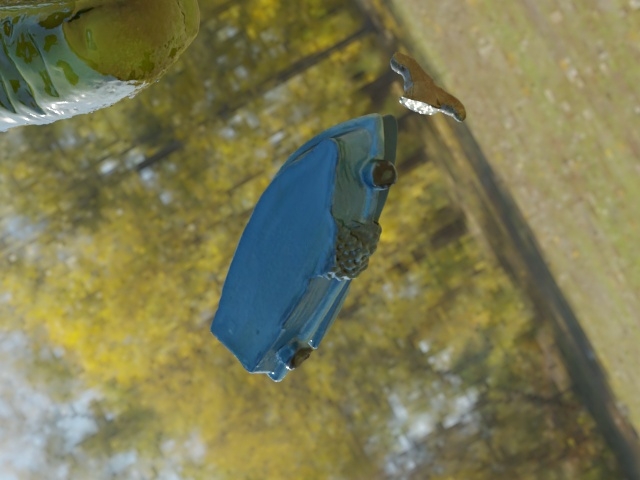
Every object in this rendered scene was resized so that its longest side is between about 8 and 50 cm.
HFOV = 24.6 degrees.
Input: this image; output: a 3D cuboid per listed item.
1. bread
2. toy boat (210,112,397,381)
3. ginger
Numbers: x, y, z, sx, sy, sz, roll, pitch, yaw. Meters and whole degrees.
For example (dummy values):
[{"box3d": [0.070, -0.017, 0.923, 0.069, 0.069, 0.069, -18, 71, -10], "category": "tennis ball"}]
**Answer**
[{"box3d": [-0.273, -0.151, 1.246, 0.166, 0.383, 0.112, -38, -61, -51], "category": "bread"}, {"box3d": [0.000, 0.000, 1.170, 0.098, 0.238, 0.109, -11, -135, -48], "category": "toy boat"}, {"box3d": [0.097, -0.141, 1.417, 0.097, 0.048, 0.030, 44, 136, 15], "category": "ginger"}]
